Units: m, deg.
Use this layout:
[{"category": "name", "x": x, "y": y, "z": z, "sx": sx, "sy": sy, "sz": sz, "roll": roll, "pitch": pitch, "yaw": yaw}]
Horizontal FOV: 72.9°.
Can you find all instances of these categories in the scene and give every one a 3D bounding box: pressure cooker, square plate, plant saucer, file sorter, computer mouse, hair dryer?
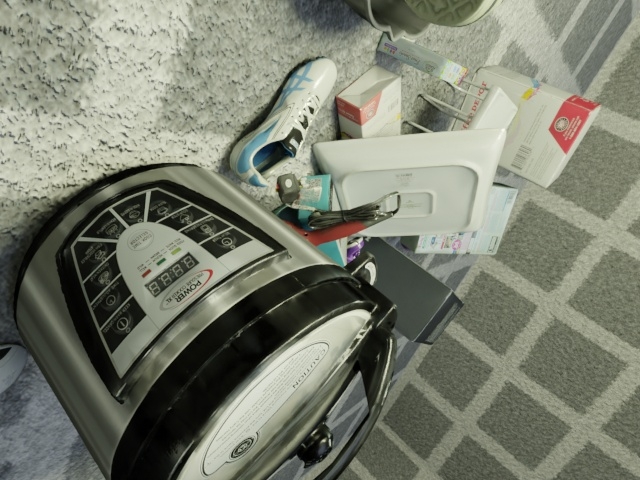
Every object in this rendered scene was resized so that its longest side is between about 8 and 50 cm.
[{"category": "pressure cooker", "x": -0.123, "y": 0.136, "z": 0.565, "sx": 0.375, "sy": 0.420, "sz": 0.369, "roll": -6, "pitch": 129, "yaw": -54}, {"category": "square plate", "x": 0.183, "y": -0.093, "z": 0.913, "sx": 0.344, "sy": 0.347, "sz": 0.049, "roll": 67, "pitch": 24, "yaw": -60}, {"category": "plant saucer", "x": -0.078, "y": -0.029, "z": 0.875, "sx": 0.119, "sy": 0.021, "sz": 0.119, "roll": -38, "pitch": 150, "yaw": -26}, {"category": "file sorter", "x": 0.306, "y": -0.244, "z": 1.050, "sx": 0.193, "sy": 0.173, "sz": 0.277, "roll": -2, "pitch": 124, "yaw": -55}, {"category": "computer mouse", "x": -0.457, "y": 0.189, "z": 0.522, "sx": 0.193, "sy": 0.042, "sz": 0.106, "roll": -25, "pitch": 141, "yaw": -42}, {"category": "hair dryer", "x": 0.000, "y": 0.000, "z": 0.782, "sx": 0.224, "sy": 0.080, "sz": 0.293, "roll": 10, "pitch": 150, "yaw": -14}]

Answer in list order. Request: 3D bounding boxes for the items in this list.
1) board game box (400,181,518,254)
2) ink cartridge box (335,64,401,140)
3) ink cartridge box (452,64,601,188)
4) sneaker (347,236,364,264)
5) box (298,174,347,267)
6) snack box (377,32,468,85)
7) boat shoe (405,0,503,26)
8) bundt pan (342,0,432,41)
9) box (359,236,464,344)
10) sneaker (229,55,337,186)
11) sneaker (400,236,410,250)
[{"category": "board game box", "x": 0.416, "y": -0.074, "z": 1.308, "sx": 0.303, "sy": 0.097, "sz": 0.224, "roll": 2, "pitch": 112, "yaw": -23}, {"category": "ink cartridge box", "x": 0.101, "y": -0.227, "z": 0.867, "sx": 0.115, "sy": 0.067, "sz": 0.198, "roll": -42, "pitch": 150, "yaw": -18}, {"category": "ink cartridge box", "x": 0.549, "y": -0.319, "z": 1.192, "sx": 0.131, "sy": 0.306, "sz": 0.226, "roll": -28, "pitch": 144, "yaw": -41}, {"category": "sneaker", "x": 0.085, "y": 0.046, "z": 1.125, "sx": 0.068, "sy": 0.071, "sz": 0.170, "roll": -32, "pitch": 162, "yaw": -25}, {"category": "box", "x": 0.012, "y": -0.027, "z": 0.922, "sx": 0.244, "sy": 0.060, "sz": 0.100, "roll": 68, "pitch": 22, "yaw": -59}, {"category": "snack box", "x": 0.187, "y": -0.332, "z": 0.793, "sx": 0.100, "sy": 0.141, "sz": 0.037, "roll": -15, "pitch": 136, "yaw": -51}, {"category": "boat shoe", "x": 0.196, "y": -0.450, "z": 0.366, "sx": 0.156, "sy": 0.187, "sz": 0.500, "roll": -42, "pitch": 157, "yaw": -30}, {"category": "bundt pan", "x": 0.114, "y": -0.447, "z": 0.561, "sx": 0.331, "sy": 0.124, "sz": 0.330, "roll": -37, "pitch": 148, "yaw": -27}, {"category": "box", "x": 0.233, "y": 0.145, "z": 1.270, "sx": 0.182, "sy": 0.296, "sz": 0.294, "roll": -53, "pitch": 152, "yaw": 2}, {"category": "sneaker", "x": -0.044, "y": -0.181, "z": 0.677, "sx": 0.237, "sy": 0.086, "sz": 0.085, "roll": -52, "pitch": 151, "yaw": -3}, {"category": "sneaker", "x": 0.319, "y": -0.080, "z": 1.368, "sx": 0.236, "sy": 0.095, "sz": 0.104, "roll": -59, "pitch": 146, "yaw": 3}]
